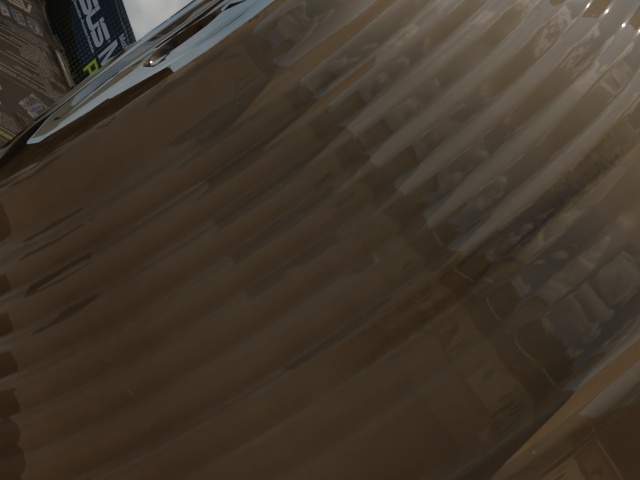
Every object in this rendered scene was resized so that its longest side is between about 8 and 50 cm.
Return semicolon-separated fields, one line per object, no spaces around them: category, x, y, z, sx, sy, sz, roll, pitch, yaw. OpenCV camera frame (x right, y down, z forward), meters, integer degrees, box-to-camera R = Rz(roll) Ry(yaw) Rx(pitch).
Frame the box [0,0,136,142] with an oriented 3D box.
box;-0.232;-0.158;1.284;0.270;0.060;0.216;30;-26;31

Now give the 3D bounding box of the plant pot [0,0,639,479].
plant pot;0.000;0.000;0.408;0.110;0.237;0.237;54;-12;-12
